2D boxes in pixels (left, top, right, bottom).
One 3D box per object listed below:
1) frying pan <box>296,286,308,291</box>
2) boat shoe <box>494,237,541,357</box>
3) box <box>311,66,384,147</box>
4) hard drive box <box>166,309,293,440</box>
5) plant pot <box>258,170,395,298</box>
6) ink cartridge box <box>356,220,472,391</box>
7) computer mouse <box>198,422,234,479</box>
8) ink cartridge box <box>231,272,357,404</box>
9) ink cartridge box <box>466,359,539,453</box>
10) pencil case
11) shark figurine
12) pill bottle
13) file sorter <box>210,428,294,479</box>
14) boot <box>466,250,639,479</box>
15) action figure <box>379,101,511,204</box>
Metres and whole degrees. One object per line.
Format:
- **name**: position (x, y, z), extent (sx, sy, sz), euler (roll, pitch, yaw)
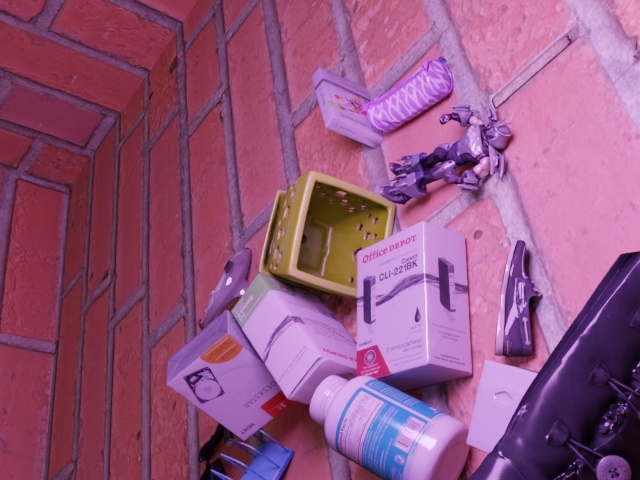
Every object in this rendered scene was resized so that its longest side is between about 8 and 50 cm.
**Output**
- **frying pan**: position (-0.066, 0.166, 1.802), extent (0.197, 0.053, 0.326), euler (-41, 43, 36)
- **boat shoe**: position (0.331, 0.095, 1.269), extent (0.065, 0.075, 0.206), euler (8, 70, 13)
- **box**: position (0.061, -0.308, 1.768), extent (0.038, 0.145, 0.186), euler (-47, 39, 35)
- **hard drive box**: position (-0.180, 0.288, 1.626), extent (0.181, 0.232, 0.089), euler (-41, 27, 13)
- **plant pot**: position (0.000, 0.000, 1.641), extent (0.207, 0.227, 0.228), euler (-8, 66, 59)
- **ink cartridge box**: position (0.168, 0.125, 1.421), extent (0.197, 0.114, 0.272), euler (-28, 52, 48)
- **computer mouse**: position (-0.239, 0.566, 1.859), extent (0.184, 0.060, 0.262), euler (-58, 23, 27)
- **ink cartridge box**: position (-0.030, 0.209, 1.552), extent (0.114, 0.198, 0.273), euler (-53, 44, 12)
- **ink cartridge box**: position (0.318, 0.251, 1.066), extent (0.128, 0.176, 0.127), euler (2, 76, 66)
- **pencil case**: position (0.188, -0.307, 1.634), extent (0.206, 0.088, 0.086), euler (-32, 47, 46)
- **shark figurine**: position (-0.236, 0.154, 2.027), extent (0.278, 0.116, 0.166), euler (-63, -1, -1)
- **pill bottle**: position (0.110, 0.324, 1.307), extent (0.264, 0.146, 0.146), euler (22, 93, 35)
- **file sorter**: position (-0.165, 0.503, 1.683), extent (0.118, 0.104, 0.170), euler (-4, 49, 56)
- **boot**: position (0.392, 0.284, 0.941), extent (0.445, 0.367, 0.146), euler (-52, 13, -11)
- **action figure**: position (0.248, -0.158, 1.465), extent (0.285, 0.099, 0.185), euler (-27, 44, 42)
